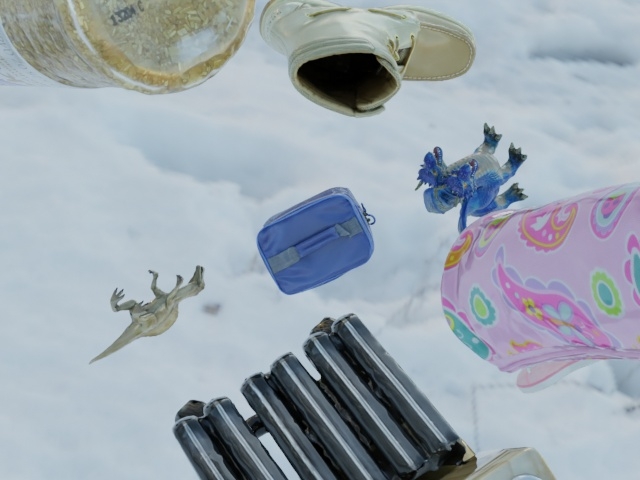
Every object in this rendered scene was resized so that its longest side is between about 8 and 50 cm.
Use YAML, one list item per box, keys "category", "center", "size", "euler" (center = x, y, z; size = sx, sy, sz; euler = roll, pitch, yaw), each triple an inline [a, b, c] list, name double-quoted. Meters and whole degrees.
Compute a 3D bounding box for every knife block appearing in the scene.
- category: "knife block"
  center: [0.050, 0.153, 0.493]
  size: [0.088, 0.242, 0.276]
  euler: [-32, 83, -8]

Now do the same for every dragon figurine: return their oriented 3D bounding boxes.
- category: "dragon figurine"
  center: [0.185, -0.051, 1.822]
  size: [0.144, 0.289, 0.085]
  euler: [-38, 66, -18]

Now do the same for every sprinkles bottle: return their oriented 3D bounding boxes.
- category: "sprinkles bottle"
  center: [-0.181, -0.151, 0.876]
  size: [0.121, 0.121, 0.355]
  euler: [-9, 11, -34]

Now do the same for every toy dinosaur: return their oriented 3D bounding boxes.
- category: "toy dinosaur"
  center: [-0.208, 0.092, 1.701]
  size: [0.183, 0.093, 0.053]
  euler: [-38, 56, -3]

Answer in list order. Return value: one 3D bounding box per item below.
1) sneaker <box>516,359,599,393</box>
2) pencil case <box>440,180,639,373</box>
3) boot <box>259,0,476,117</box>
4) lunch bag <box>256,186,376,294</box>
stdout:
- category: "sneaker"
  center: [0.248, 0.111, 1.535]
  size: [0.070, 0.134, 0.051]
  euler: [48, 42, -10]
- category: "pencil case"
  center: [0.188, 0.026, 0.908]
  size: [0.124, 0.124, 0.284]
  euler: [0, -4, -25]
- category: "boot"
  center: [0.073, -0.202, 1.610]
  size: [0.261, 0.095, 0.203]
  euler: [9, 23, -17]
- category: "lunch bag"
  center: [0.000, 0.000, 1.176]
  size: [0.067, 0.098, 0.065]
  euler: [62, 8, -8]
